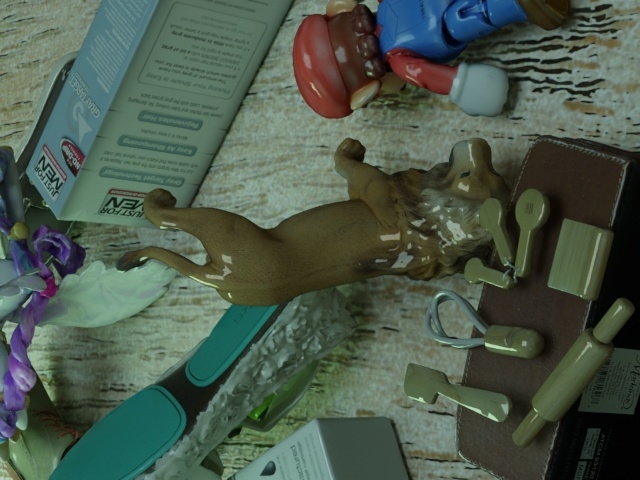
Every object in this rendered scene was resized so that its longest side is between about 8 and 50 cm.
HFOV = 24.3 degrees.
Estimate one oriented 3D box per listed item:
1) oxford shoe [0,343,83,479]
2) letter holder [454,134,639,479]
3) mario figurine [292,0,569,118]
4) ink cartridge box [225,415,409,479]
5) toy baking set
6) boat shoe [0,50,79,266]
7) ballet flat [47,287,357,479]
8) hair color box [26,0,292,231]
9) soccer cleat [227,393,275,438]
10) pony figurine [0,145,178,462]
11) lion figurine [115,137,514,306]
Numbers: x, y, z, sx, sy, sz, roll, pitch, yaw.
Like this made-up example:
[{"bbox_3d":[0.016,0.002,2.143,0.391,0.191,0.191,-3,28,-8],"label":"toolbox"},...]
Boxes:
[{"bbox_3d":[-0.361,0.274,2.008,0.130,0.123,0.348,-42,67,32],"label":"oxford shoe"},{"bbox_3d":[0.214,0.058,1.359,0.214,0.152,0.301,23,102,49],"label":"letter holder"},{"bbox_3d":[0.113,-0.222,1.562,0.321,0.170,0.198,-23,32,34],"label":"mario figurine"},{"bbox_3d":[-0.021,0.335,1.611,0.273,0.114,0.197,-39,58,39],"label":"ink cartridge box"},{"bbox_3d":[0.167,0.074,1.276,0.256,0.030,0.196,-61,40,25],"label":"toy baking set"},{"bbox_3d":[-0.355,-0.097,2.048,0.097,0.117,0.324,32,103,49],"label":"boat shoe"},{"bbox_3d":[-0.117,0.191,1.624,0.409,0.147,0.147,-44,49,0],"label":"ballet flat"},{"bbox_3d":[-0.198,-0.197,1.825,0.113,0.185,0.374,49,120,39],"label":"hair color box"},{"bbox_3d":[-0.146,0.194,1.789,0.289,0.093,0.121,-43,48,36],"label":"soccer cleat"},{"bbox_3d":[-0.405,0.063,1.918,0.351,0.303,0.363,-43,63,36],"label":"pony figurine"},{"bbox_3d":[0.000,0.000,1.498,0.240,0.392,0.142,-129,19,-59],"label":"lion figurine"}]
